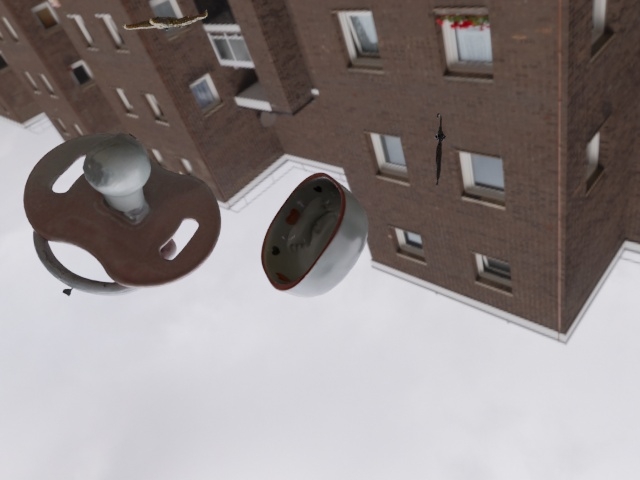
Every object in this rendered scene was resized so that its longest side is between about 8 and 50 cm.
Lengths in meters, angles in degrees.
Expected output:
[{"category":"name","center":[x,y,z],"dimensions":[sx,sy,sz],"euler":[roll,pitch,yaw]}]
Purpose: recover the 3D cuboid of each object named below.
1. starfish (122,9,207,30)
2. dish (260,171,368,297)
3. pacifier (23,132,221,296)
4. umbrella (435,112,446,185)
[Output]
[{"category":"starfish","center":[-0.500,-0.703,1.675],"dimensions":[0.248,0.050,0.138],"euler":[-29,-150,-34]},{"category":"dish","center":[0.000,0.000,1.032],"dimensions":[0.256,0.117,0.256],"euler":[-35,-140,36]},{"category":"pacifier","center":[-0.325,-0.065,0.858],"dimensions":[0.332,0.273,0.220],"euler":[32,-154,2]},{"category":"umbrella","center":[0.229,-0.174,0.994],"dimensions":[0.022,0.022,0.148],"euler":[-4,-102,37]}]
